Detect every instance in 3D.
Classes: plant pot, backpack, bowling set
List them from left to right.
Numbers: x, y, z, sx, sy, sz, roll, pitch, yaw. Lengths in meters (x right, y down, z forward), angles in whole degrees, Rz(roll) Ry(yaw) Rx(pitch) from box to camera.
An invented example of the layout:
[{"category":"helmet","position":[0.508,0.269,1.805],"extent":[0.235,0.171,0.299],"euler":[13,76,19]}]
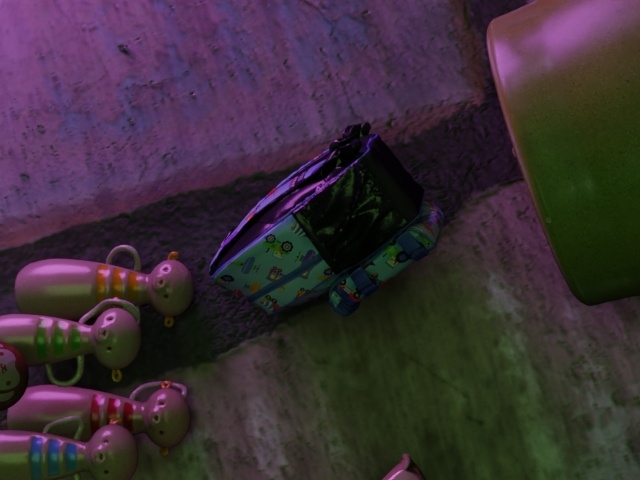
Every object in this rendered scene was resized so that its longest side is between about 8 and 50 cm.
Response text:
[{"category":"bowling set","position":[-0.190,0.135,1.147],"extent":[0.154,0.200,0.286],"euler":[-1,81,4]},{"category":"backpack","position":[0.000,0.000,1.177],"extent":[0.173,0.158,0.117],"euler":[-38,95,11]},{"category":"plant pot","position":[0.325,-0.112,1.090],"extent":[0.353,0.366,0.366],"euler":[-19,76,14]}]

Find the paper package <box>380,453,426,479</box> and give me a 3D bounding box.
[{"category":"paper package","position":[0.055,0.386,1.061],"extent":[0.325,0.168,0.309],"euler":[-43,70,-5]}]
